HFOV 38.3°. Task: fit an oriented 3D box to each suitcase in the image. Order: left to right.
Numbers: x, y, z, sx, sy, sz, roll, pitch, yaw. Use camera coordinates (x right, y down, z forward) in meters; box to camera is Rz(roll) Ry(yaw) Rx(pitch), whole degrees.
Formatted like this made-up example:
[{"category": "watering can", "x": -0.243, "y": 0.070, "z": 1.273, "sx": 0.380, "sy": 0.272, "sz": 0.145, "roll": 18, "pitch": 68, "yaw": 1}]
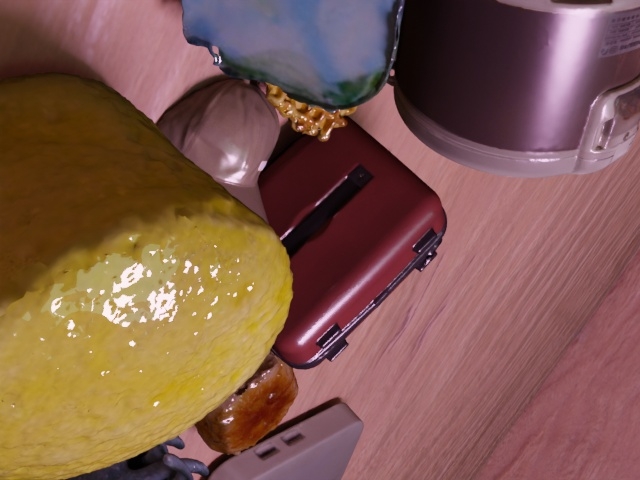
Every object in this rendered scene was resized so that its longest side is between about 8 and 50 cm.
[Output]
[{"category": "suitcase", "x": 0.000, "y": 0.000, "z": 1.215, "sx": 0.297, "sy": 0.236, "sz": 0.161, "roll": -45, "pitch": 162, "yaw": -7}]

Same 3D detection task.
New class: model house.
[{"category": "model house", "x": 0.004, "y": -0.308, "z": 0.904, "sx": 0.261, "sy": 0.226, "sz": 0.241, "roll": 96, "pitch": 15, "yaw": -49}]

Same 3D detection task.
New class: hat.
[{"category": "hat", "x": -0.084, "y": -0.086, "z": 1.066, "sx": 0.166, "sy": 0.173, "sz": 0.144, "roll": -1, "pitch": 133, "yaw": -55}]

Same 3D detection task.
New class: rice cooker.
[{"category": "rice cooker", "x": 0.261, "y": -0.257, "z": 1.153, "sx": 0.335, "sy": 0.335, "sz": 0.325, "roll": -29, "pitch": 141, "yaw": -31}]

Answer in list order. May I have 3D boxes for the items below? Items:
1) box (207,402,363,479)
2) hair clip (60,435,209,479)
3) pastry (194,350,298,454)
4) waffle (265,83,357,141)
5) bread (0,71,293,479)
[{"category": "box", "x": -0.102, "y": 0.515, "z": 1.841, "sx": 0.373, "sy": 0.090, "sz": 0.367, "roll": -17, "pitch": 137, "yaw": -42}, {"category": "hair clip", "x": -0.259, "y": 0.387, "z": 1.253, "sx": 0.238, "sy": 0.318, "sz": 0.392, "roll": -47, "pitch": 149, "yaw": -8}, {"category": "pastry", "x": -0.124, "y": 0.253, "z": 1.487, "sx": 0.182, "sy": 0.093, "sz": 0.192, "roll": -40, "pitch": 149, "yaw": -20}, {"category": "waffle", "x": 0.001, "y": -0.214, "z": 1.118, "sx": 0.191, "sy": 0.038, "sz": 0.191, "roll": -23, "pitch": 125, "yaw": -36}, {"category": "bread", "x": -0.232, "y": 0.030, "z": 0.858, "sx": 0.348, "sy": 0.308, "sz": 0.348, "roll": -32, "pitch": 152, "yaw": -19}]
